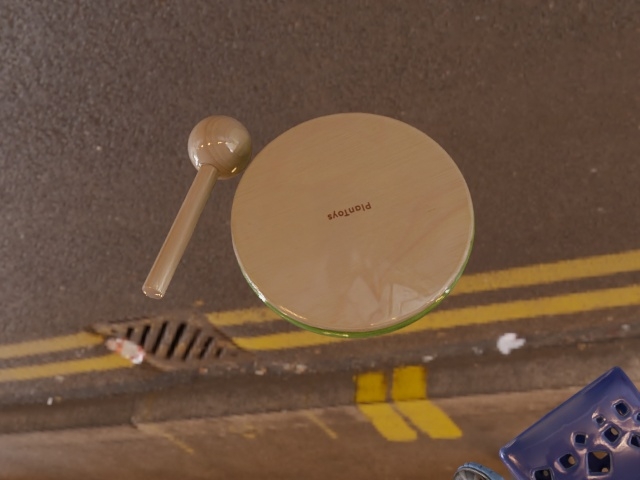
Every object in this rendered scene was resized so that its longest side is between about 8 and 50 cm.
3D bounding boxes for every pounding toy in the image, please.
[{"bbox_3d":[0.000,0.000,0.699,0.236,0.183,0.110,8,156,8],"label":"pounding toy"}]

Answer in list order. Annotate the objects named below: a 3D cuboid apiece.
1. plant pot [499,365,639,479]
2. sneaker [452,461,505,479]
[{"bbox_3d":[0.443,0.364,1.380,0.236,0.212,0.236,-36,157,2],"label":"plant pot"},{"bbox_3d":[0.190,0.304,0.963,0.067,0.078,0.188,47,171,-18],"label":"sneaker"}]
